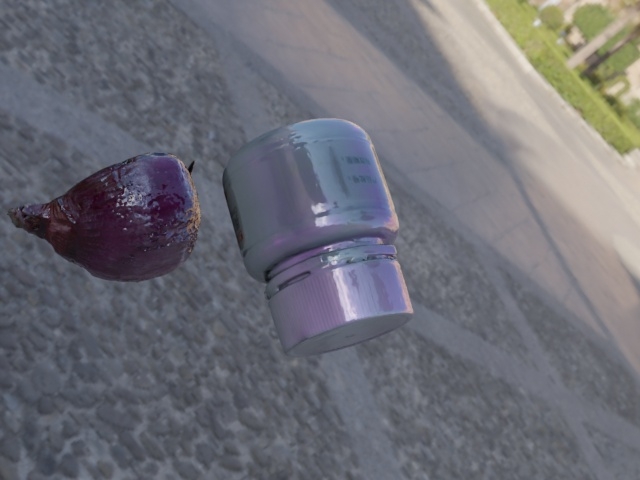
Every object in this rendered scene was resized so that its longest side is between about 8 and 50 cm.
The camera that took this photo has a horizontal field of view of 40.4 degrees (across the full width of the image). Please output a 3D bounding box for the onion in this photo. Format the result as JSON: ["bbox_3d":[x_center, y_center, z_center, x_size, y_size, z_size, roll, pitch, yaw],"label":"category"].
[{"bbox_3d":[-0.368,-0.011,1.571,0.349,0.267,0.159,-14,54,-30],"label":"onion"}]

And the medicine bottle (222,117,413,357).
[{"bbox_3d":[0.000,0.000,1.370,0.256,0.256,0.324,11,58,-61],"label":"medicine bottle"}]
